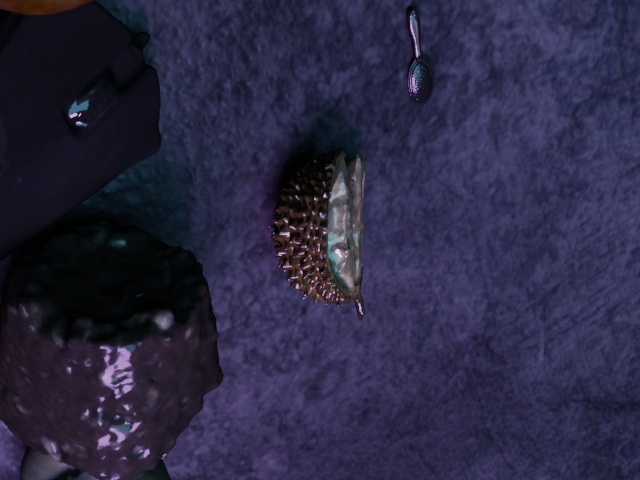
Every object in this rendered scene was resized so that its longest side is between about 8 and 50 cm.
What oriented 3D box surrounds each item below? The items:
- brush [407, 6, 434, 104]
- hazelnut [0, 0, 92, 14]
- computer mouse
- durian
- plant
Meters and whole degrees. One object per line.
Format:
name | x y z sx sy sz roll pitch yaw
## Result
brush | 0.078 -0.147 0.761 0.024 0.008 0.083 -21 123 -17
hazelnut | -0.161 -0.221 0.490 0.210 0.210 0.186 -30 149 -14
computer mouse | -0.208 -0.051 0.598 0.264 0.088 0.147 -41 130 -10
durian | 0.000 -0.001 0.746 0.110 0.071 0.140 -37 120 -58
plant | -0.152 0.131 0.680 0.146 0.149 0.275 -26 135 -49
